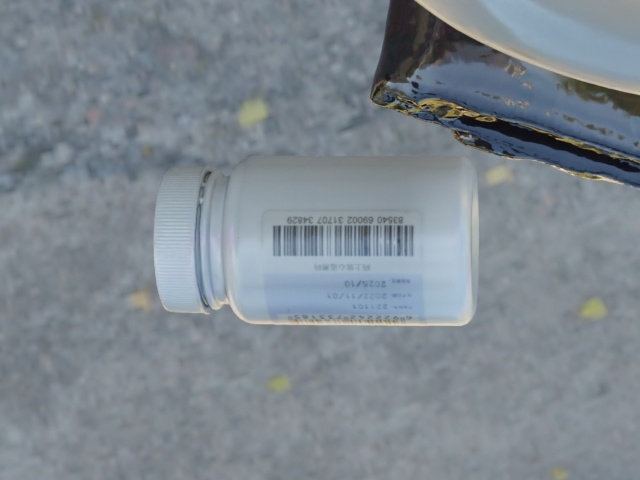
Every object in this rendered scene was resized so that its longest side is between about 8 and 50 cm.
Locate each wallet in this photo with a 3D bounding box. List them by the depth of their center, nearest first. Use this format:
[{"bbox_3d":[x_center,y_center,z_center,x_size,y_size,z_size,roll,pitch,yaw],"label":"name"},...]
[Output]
[{"bbox_3d":[0.121,-0.148,0.975,0.182,0.229,0.049,15,160,-21],"label":"wallet"}]

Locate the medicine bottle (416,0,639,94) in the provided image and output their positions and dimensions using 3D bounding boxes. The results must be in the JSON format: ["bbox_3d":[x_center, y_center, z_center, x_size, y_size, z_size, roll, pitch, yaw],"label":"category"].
[{"bbox_3d":[0.088,-0.158,0.361,0.131,0.250,0.131,14,166,4],"label":"medicine bottle"}]

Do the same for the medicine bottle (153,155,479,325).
[{"bbox_3d":[0.000,0.000,1.180,0.186,0.103,0.103,0,143,7],"label":"medicine bottle"}]
